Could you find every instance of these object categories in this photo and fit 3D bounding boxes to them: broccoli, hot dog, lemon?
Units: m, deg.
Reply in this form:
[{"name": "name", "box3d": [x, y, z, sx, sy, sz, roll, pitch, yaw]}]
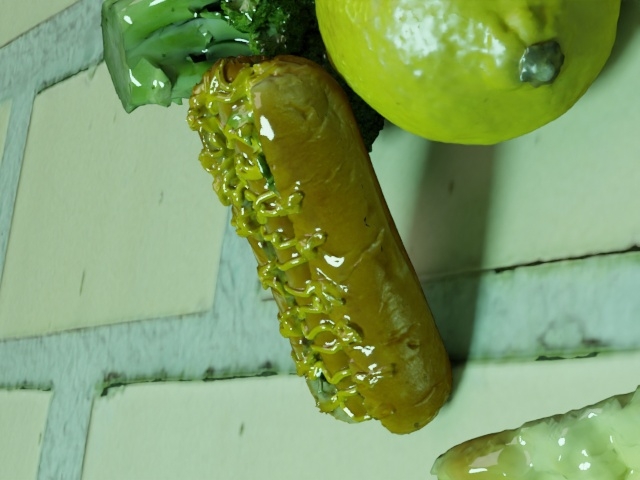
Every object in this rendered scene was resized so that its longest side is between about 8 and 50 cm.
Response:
[{"name": "broccoli", "box3d": [-0.020, -0.093, 0.758, 0.162, 0.138, 0.146, 170, 86, -76]}, {"name": "hot dog", "box3d": [0.000, 0.000, 0.684, 0.071, 0.045, 0.165, 10, 130, 55]}, {"name": "lemon", "box3d": [0.053, -0.089, 0.649, 0.109, 0.109, 0.133, -64, 26, 22]}]

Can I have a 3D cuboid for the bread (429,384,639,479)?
[{"name": "bread", "box3d": [0.118, 0.071, 0.416, 0.147, 0.152, 0.127, -29, 53, 44]}]
